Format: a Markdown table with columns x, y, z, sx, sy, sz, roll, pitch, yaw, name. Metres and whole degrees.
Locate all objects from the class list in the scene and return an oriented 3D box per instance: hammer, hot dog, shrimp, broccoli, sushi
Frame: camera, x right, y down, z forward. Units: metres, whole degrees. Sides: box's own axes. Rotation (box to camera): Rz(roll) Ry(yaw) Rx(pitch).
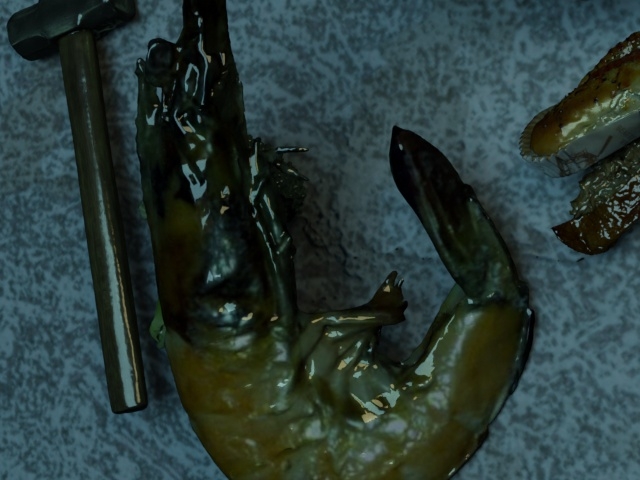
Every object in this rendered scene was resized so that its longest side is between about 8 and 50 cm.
| x | y | z | sx | sy | sz | roll | pitch | yaw | name |
| --- | --- | --- | --- | --- | --- | --- | --- | --- | --- |
| -0.187 | -0.037 | 1.386 | 0.111 | 0.043 | 0.365 | -16 | 76 | 26 | hammer |
| 0.225 | -0.111 | 1.172 | 0.192 | 0.099 | 0.053 | -31 | 113 | 20 | hot dog |
| 0.000 | 0.000 | 1.209 | 0.272 | 0.085 | 0.445 | -17 | 105 | 3 | shrimp |
| -0.092 | 0.002 | 1.325 | 0.118 | 0.122 | 0.204 | 27 | 118 | 4 | broccoli |
| 0.219 | -0.043 | 1.195 | 0.055 | 0.052 | 0.120 | 45 | 110 | 5 | sushi |
